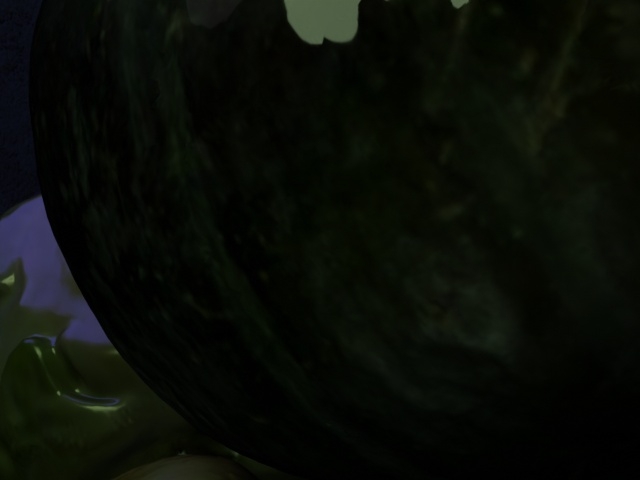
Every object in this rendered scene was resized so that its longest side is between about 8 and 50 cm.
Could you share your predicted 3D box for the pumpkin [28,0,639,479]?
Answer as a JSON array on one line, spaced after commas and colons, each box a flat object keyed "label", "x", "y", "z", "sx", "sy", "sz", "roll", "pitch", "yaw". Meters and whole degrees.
[{"label": "pumpkin", "x": 0.097, "y": -0.087, "z": 0.770, "sx": 0.454, "sy": 0.344, "sz": 0.454, "roll": -30, "pitch": 18, "yaw": 11}]

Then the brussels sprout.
[{"label": "brussels sprout", "x": -0.089, "y": 0.096, "z": 1.138, "sx": 0.328, "sy": 0.247, "sz": 0.328, "roll": -7, "pitch": -32, "yaw": -4}]

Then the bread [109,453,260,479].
[{"label": "bread", "x": -0.073, "y": 0.187, "z": 0.827, "sx": 0.156, "sy": 0.158, "sz": 0.260, "roll": -27, "pitch": 5, "yaw": 27}]
